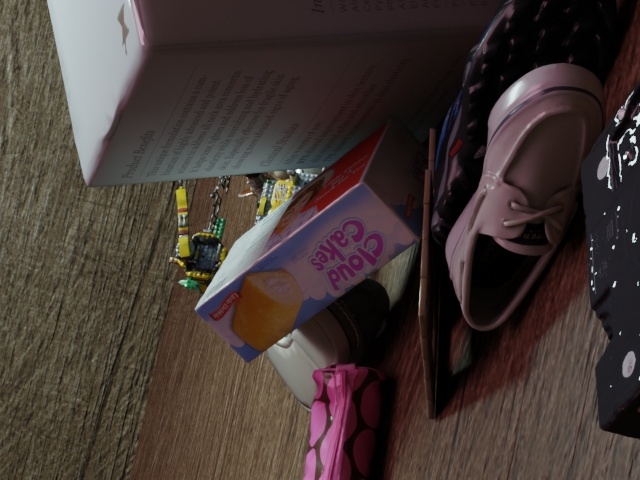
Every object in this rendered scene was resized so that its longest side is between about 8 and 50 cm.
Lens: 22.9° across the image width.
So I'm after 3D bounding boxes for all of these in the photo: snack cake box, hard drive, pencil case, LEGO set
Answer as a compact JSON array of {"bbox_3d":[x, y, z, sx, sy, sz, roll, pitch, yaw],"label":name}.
[{"bbox_3d":[0.000,0.000,1.689,0.264,0.089,0.152,-37,13,32],"label":"snack cake box"},{"bbox_3d":[0.265,-0.057,0.969,0.339,0.064,0.237,117,161,-48],"label":"hard drive"},{"bbox_3d":[0.018,0.230,1.670,0.098,0.095,0.209,46,-132,-63],"label":"pencil case"},{"bbox_3d":[-0.060,-0.084,1.951,0.192,0.254,0.331,67,-138,-65],"label":"LEGO set"}]

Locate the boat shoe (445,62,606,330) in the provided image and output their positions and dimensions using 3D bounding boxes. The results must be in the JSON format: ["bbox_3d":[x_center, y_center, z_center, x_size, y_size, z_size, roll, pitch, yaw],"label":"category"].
[{"bbox_3d":[0.166,-0.027,1.298,0.267,0.096,0.088,116,159,-46],"label":"boat shoe"}]

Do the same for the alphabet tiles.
[{"bbox_3d":[0.106,0.021,1.513,0.198,0.009,0.237,79,-167,-56],"label":"alphabet tiles"}]

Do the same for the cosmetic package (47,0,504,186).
[{"bbox_3d":[-0.062,-0.277,1.681,0.329,0.393,0.328,131,129,-62],"label":"cosmetic package"}]

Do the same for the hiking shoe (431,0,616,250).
[{"bbox_3d":[0.160,-0.132,1.381,0.132,0.113,0.304,-94,22,-52],"label":"hiking shoe"}]

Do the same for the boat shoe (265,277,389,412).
[{"bbox_3d":[0.011,0.122,1.873,0.099,0.116,0.319,-35,-9,-19],"label":"boat shoe"}]

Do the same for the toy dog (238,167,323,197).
[{"bbox_3d":[-0.060,-0.162,2.250,0.333,0.160,0.220,-157,81,-77],"label":"toy dog"}]
